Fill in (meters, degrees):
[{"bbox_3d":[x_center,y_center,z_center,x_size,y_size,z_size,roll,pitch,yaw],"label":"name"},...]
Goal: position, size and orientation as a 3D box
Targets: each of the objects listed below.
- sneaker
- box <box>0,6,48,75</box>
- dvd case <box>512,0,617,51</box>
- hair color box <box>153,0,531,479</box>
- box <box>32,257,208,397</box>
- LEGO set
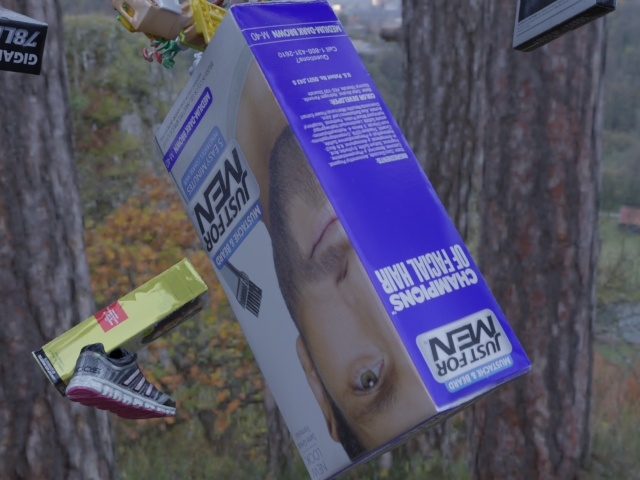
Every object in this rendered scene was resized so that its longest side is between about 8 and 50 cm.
[{"bbox_3d":[-0.230,0.167,1.075,0.063,0.075,0.170,-14,-29,29],"label":"sneaker"},{"bbox_3d":[-0.529,-0.276,1.068,0.295,0.073,0.293,26,19,37],"label":"box"},{"bbox_3d":[0.279,-0.347,1.001,0.029,0.239,0.179,8,-5,-15],"label":"dvd case"},{"bbox_3d":[0.000,0.000,0.722,0.110,0.185,0.339,-17,71,-37],"label":"hair color box"},{"bbox_3d":[-0.260,0.116,1.201,0.232,0.087,0.058,-32,76,-16],"label":"box"},{"bbox_3d":[-0.108,-0.194,0.824,0.107,0.132,0.287,-24,20,29],"label":"LEGO set"}]
